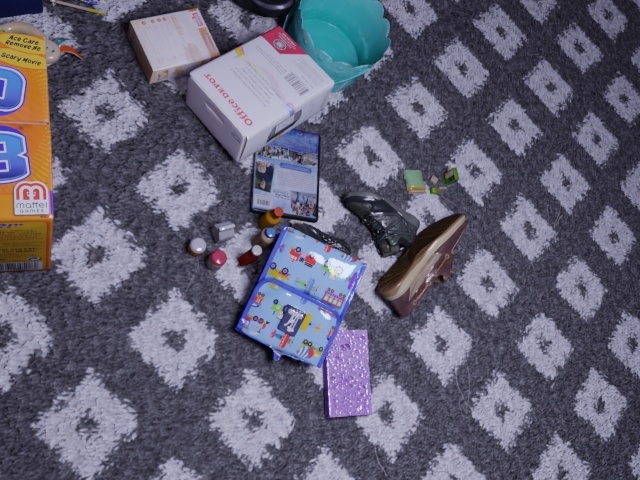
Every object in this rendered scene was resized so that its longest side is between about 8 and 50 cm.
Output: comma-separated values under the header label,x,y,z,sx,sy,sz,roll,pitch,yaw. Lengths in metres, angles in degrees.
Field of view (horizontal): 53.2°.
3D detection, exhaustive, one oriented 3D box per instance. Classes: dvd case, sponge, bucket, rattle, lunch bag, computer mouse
label,x,y,z,sx,sy,sz,roll,pitch,yaw
dvd case,-0.087,-0.178,1.665,0.180,0.022,0.253,9,70,-21
sponge,0.064,0.325,1.566,0.117,0.031,0.210,4,72,-22
bucket,0.034,-0.552,1.745,0.281,0.183,0.281,7,70,-21
rattle,-0.648,-0.465,1.448,0.199,0.143,0.130,1,55,-17
lunch bag,-0.055,0.148,1.526,0.220,0.138,0.293,25,77,-5
computer mouse,-0.179,-0.687,1.743,0.272,0.072,0.188,38,64,17

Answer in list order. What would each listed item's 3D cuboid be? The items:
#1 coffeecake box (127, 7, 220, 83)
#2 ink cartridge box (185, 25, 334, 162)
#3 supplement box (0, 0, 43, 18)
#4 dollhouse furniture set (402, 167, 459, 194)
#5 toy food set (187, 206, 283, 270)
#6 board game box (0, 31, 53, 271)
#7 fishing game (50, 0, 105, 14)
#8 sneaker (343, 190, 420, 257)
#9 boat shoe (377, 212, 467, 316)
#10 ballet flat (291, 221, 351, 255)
label,x,y,z,sx,sy,sz,roll,pitch,yaw
coffeecake box,-0.370,-0.493,1.613,0.185,0.068,0.142,-23,84,-28
ink cartridge box,-0.154,-0.375,1.621,0.306,0.131,0.226,-37,81,-27
supplement box,-0.779,-0.701,1.428,0.194,0.195,0.357,-21,84,-28
dollhouse furniture set,0.316,-0.175,1.820,0.151,0.058,0.076,-4,75,-25
toy food set,-0.190,-0.002,1.516,0.232,0.104,0.111,-16,81,-27
board game box,-0.700,-0.149,1.195,0.356,0.356,0.357,-2,75,-25
fishing game,-0.564,-0.690,1.542,0.189,0.041,0.264,-5,109,-40
sneaker,0.156,-0.041,1.691,0.227,0.087,0.130,30,58,-19
boat shoe,0.294,0.065,1.711,0.342,0.123,0.123,-46,109,-28
ballet flat,0.000,0.000,1.641,0.173,0.057,0.049,28,24,-15
